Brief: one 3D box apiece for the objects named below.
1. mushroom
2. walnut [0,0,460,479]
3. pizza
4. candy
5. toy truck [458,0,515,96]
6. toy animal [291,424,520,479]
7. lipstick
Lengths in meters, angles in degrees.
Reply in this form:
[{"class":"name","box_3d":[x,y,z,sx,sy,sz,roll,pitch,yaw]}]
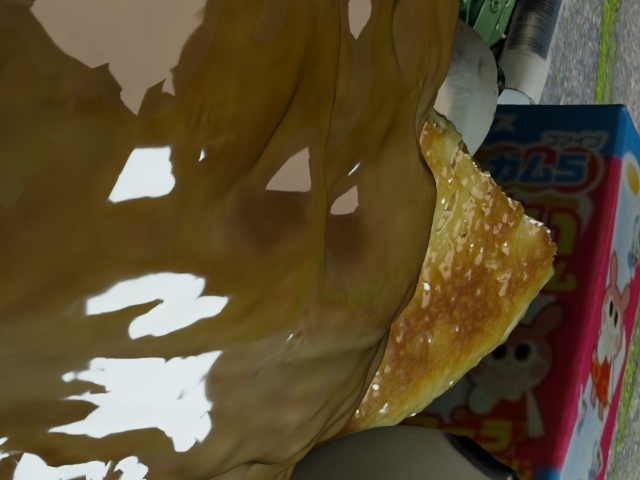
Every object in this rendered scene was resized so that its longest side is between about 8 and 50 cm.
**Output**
[{"class":"mushroom","box_3d":[0.026,-0.073,1.077,0.225,0.093,0.116,-23,101,-58]},{"class":"walnut","box_3d":[-0.131,-0.035,0.512,0.354,0.308,0.398,-58,159,14]},{"class":"pizza","box_3d":[0.000,0.000,0.952,0.336,0.086,0.226,-14,111,-39]},{"class":"candy","box_3d":[0.109,0.059,1.190,0.100,0.157,0.305,56,43,-51]},{"class":"toy truck","box_3d":[0.100,-0.170,1.271,0.080,0.078,0.154,41,68,-50]},{"class":"toy animal","box_3d":[0.000,0.210,0.849,0.267,0.212,0.212,-21,114,-29]},{"class":"lipstick","box_3d":[0.161,-0.155,1.421,0.040,0.040,0.141,62,39,-47]}]
